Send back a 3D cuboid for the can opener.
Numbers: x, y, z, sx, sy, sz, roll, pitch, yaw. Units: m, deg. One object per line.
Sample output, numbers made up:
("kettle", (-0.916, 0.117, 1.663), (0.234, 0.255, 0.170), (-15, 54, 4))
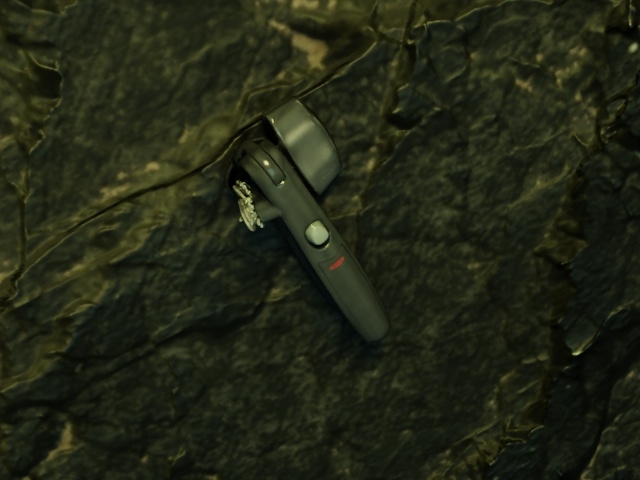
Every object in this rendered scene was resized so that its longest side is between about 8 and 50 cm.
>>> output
("can opener", (0.000, 0.000, 0.906), (0.073, 0.059, 0.186), (-30, 127, -2))
